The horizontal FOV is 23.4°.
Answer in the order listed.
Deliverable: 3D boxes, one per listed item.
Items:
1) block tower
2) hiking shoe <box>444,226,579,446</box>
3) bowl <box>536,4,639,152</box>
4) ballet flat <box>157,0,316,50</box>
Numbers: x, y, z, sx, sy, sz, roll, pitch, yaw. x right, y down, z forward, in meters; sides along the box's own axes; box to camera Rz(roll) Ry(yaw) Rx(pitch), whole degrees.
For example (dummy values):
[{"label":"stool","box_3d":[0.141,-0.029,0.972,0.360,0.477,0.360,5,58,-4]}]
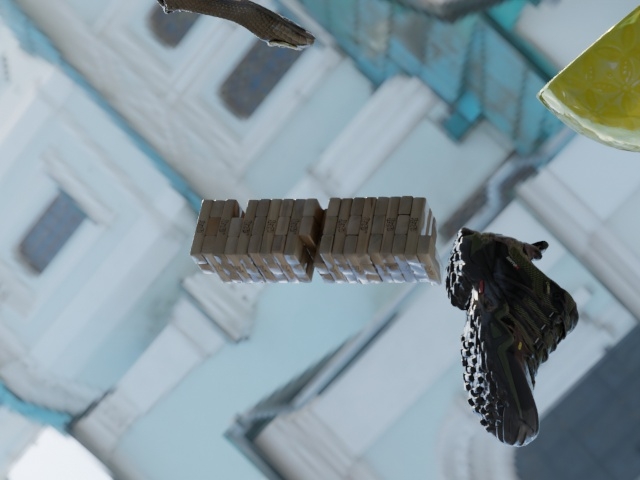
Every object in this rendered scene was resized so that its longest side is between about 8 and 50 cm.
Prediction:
[{"label":"block tower","box_3d":[0.000,0.000,2.097,0.091,0.335,0.097,59,-143,-57]},{"label":"hiking shoe","box_3d":[0.184,0.080,1.382,0.114,0.086,0.227,0,-127,-10]},{"label":"bowl","box_3d":[0.358,-0.166,1.413,0.156,0.289,0.289,51,-154,3]},{"label":"ballet flat","box_3d":[-0.119,-0.293,2.022,0.250,0.058,0.084,25,-175,20]}]
